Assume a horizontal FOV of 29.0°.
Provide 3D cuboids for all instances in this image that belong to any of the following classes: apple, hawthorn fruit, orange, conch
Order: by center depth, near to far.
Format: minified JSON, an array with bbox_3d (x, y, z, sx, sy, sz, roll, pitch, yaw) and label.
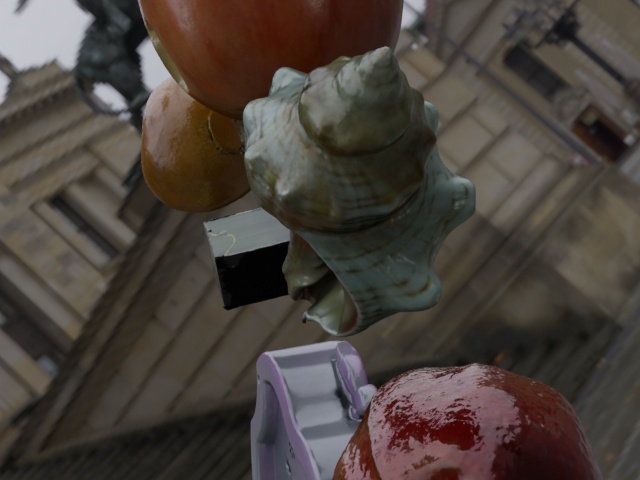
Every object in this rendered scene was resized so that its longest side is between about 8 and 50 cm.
[{"bbox_3d":[0.037,-0.027,0.982,0.170,0.203,0.386,-17,-28,0],"label":"conch"},{"bbox_3d":[0.122,0.236,1.084,0.254,0.254,0.300,-50,-9,13],"label":"hawthorn fruit"},{"bbox_3d":[-0.047,-0.226,1.122,0.242,0.241,0.242,-11,7,1],"label":"apple"},{"bbox_3d":[-0.124,-0.105,1.317,0.155,0.134,0.154,-176,90,-79],"label":"orange"}]

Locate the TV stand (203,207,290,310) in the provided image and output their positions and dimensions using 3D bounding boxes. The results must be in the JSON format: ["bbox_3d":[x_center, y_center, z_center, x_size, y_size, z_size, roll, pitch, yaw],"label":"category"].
[{"bbox_3d":[0.000,0.000,1.507,0.270,0.082,0.088,-14,-50,-6],"label":"TV stand"}]

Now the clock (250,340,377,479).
[{"bbox_3d":[0.004,0.286,1.434,0.102,0.338,0.338,-6,-21,-16],"label":"clock"}]
